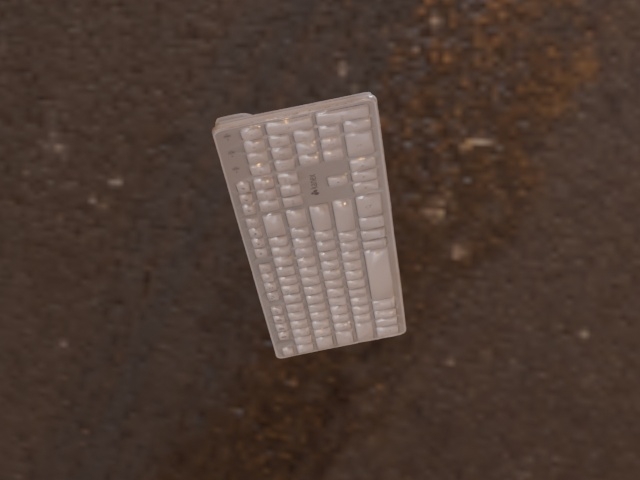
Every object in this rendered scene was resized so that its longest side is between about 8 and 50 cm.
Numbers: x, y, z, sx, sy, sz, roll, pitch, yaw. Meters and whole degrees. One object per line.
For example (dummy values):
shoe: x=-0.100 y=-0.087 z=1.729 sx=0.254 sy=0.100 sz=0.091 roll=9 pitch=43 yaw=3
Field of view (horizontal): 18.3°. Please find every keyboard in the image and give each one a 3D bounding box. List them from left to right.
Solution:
keyboard: x=0.000 y=0.000 z=0.959 sx=0.256 sy=0.072 sz=0.014 roll=78 pitch=6 yaw=-64
